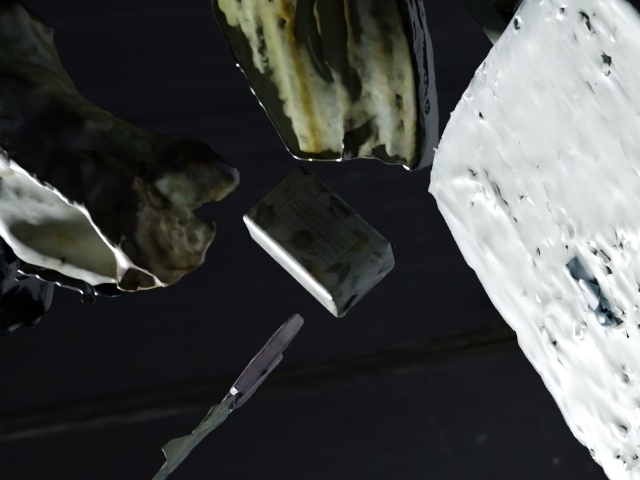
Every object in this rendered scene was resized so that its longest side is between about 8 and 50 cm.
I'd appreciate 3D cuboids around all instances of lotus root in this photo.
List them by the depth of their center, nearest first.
[{"bbox_3d":[0.005,-0.205,1.218,0.210,0.142,0.314,-10,105,37],"label":"lotus root"}]

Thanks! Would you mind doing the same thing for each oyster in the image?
[{"bbox_3d":[-0.217,-0.059,0.915,0.337,0.197,0.133,31,162,11],"label":"oyster"}]

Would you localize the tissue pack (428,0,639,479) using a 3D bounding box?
[{"bbox_3d":[0.316,-0.048,0.846,0.264,0.417,0.253,60,146,20],"label":"tissue pack"}]

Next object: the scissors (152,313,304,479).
[{"bbox_3d":[-0.081,0.135,1.183,0.021,0.212,0.110,40,135,7],"label":"scissors"}]

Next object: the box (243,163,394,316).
[{"bbox_3d":[0.000,0.000,1.033,0.098,0.062,0.045,41,167,21],"label":"box"}]

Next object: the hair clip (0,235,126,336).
[{"bbox_3d":[-0.298,-0.041,1.236,0.310,0.206,0.194,37,172,17],"label":"hair clip"}]

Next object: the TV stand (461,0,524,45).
[{"bbox_3d":[0.152,-0.196,1.232,0.036,0.042,0.249,5,144,52],"label":"TV stand"}]
